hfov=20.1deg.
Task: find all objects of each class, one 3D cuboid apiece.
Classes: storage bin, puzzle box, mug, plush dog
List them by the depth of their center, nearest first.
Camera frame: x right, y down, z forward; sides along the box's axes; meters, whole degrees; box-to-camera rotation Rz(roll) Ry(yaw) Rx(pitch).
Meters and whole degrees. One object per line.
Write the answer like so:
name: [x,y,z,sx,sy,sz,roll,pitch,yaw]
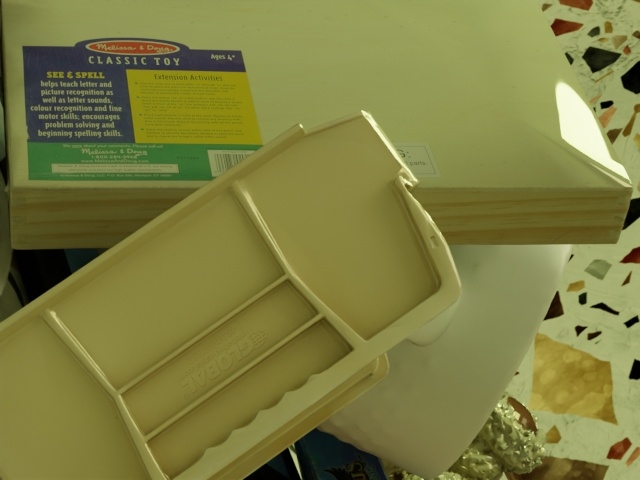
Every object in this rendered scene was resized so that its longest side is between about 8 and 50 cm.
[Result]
storage bin: [-0.065,0.069,1.001,0.123,0.260,0.262,54,-12,7]
puzzle box: [-0.017,-0.095,1.257,0.272,0.409,0.052,-104,-162,-51]
mug: [0.000,0.000,1.372,0.328,0.276,0.374,27,6,-4]
plush dog: [0.101,0.275,1.916,0.262,0.210,0.225,19,45,-31]

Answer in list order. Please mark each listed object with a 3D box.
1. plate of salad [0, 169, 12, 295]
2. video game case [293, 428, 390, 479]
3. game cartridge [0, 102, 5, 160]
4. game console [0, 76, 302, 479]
plate of salad: [-0.265,-0.032,1.105,0.200,0.048,0.200,36,43,-43]
video game case: [0.044,0.282,1.532,0.269,0.061,0.244,-114,-172,-46]
game cartridge: [-0.310,-0.203,1.351,0.196,0.060,0.294,84,-16,-68]
game console: [-0.143,0.069,1.492,0.342,0.060,0.386,49,11,-49]
